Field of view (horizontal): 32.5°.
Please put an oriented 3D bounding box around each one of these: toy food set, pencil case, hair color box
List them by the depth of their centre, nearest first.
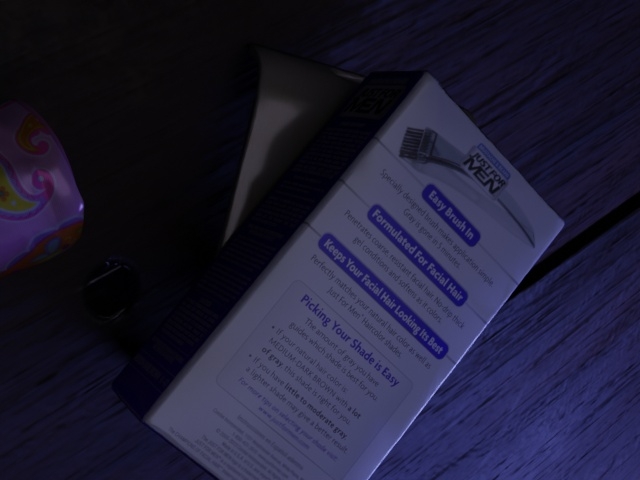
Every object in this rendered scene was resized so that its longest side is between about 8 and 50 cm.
[{"bbox_3d":[-0.299,0.008,0.723,0.284,0.124,0.124,-30,117,-27],"label":"pencil case"},{"bbox_3d":[0.018,0.049,0.877,0.185,0.110,0.339,44,81,-23],"label":"hair color box"},{"bbox_3d":[0.000,0.000,0.972,0.220,0.092,0.306,13,92,-26],"label":"toy food set"}]
